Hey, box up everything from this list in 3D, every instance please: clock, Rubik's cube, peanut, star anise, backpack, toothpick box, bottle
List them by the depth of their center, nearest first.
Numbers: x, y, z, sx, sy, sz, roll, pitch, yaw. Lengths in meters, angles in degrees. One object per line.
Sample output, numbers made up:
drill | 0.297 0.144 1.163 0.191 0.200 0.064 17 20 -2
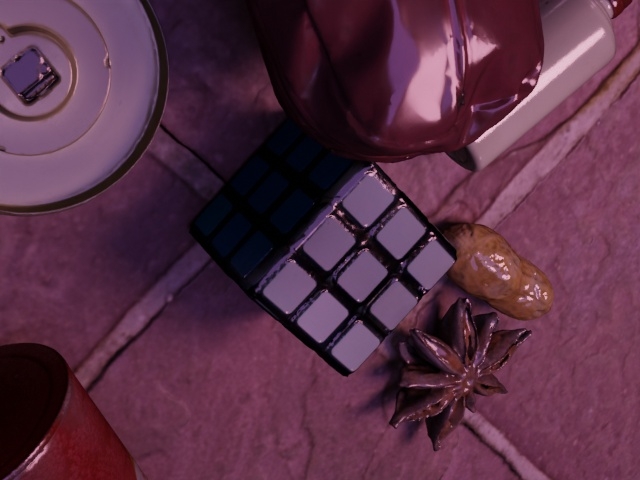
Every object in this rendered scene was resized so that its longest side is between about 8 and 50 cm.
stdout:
clock | -0.238 -0.135 0.838 0.234 0.029 0.235 -6 106 -23
backpack | 0.051 -0.222 0.849 0.283 0.197 0.317 -20 97 -21
toothpick box | -0.241 0.281 0.946 0.204 0.204 0.333 -32 123 -12
Rubik's cube | 0.000 0.000 0.970 0.160 0.162 0.163 -47 126 -1
bottle | 0.215 -0.182 1.037 0.245 0.104 0.104 -40 125 -6
peanut | 0.199 0.039 1.143 0.174 0.080 0.080 32 95 -34
star anise | 0.155 0.153 1.185 0.182 0.065 0.195 5 106 -35
